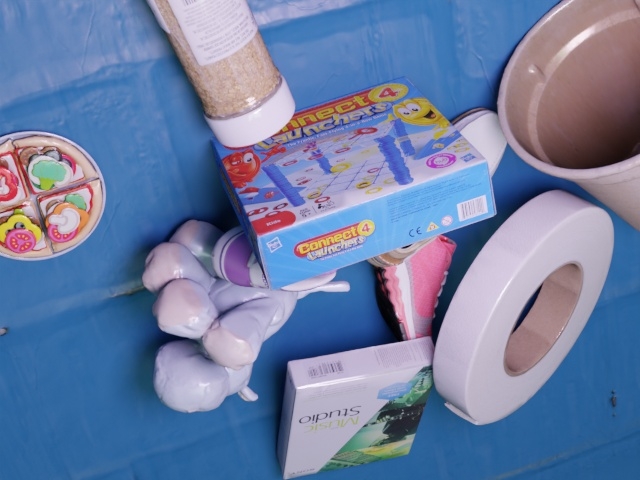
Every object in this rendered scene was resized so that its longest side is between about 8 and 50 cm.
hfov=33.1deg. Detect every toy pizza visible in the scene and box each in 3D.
[{"bbox_3d":[-0.398,-0.055,1.489,0.201,0.032,0.201,-8,121,-14],"label":"toy pizza"}]

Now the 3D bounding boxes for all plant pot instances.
[{"bbox_3d":[0.479,-0.165,1.570,0.334,0.334,0.305,-44,133,9],"label":"plant pot"}]

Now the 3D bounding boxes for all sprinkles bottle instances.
[{"bbox_3d":[-0.150,-0.293,1.380,0.121,0.121,0.355,-27,123,-2],"label":"sprinkles bottle"}]

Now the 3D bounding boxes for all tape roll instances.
[{"bbox_3d":[0.323,0.108,1.690,0.392,0.072,0.392,-34,141,-33],"label":"tape roll"}]

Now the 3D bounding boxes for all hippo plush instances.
[{"bbox_3d":[-0.163,0.120,1.602,0.294,0.234,0.236,-32,160,-50],"label":"hippo plush"}]

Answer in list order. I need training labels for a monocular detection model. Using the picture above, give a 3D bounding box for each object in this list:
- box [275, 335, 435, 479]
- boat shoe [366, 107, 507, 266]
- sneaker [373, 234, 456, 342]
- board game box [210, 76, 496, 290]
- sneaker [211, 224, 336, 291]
[{"bbox_3d":[0.053,0.278,1.746,0.232,0.058,0.322,-9,146,-12],"label":"box"},{"bbox_3d":[0.185,-0.077,1.568,0.113,0.103,0.302,44,74,-14],"label":"boat shoe"},{"bbox_3d":[0.158,0.057,1.689,0.136,0.116,0.314,-20,123,-8],"label":"sneaker"},{"bbox_3d":[0.033,-0.088,1.451,0.308,0.302,0.086,-19,123,-8],"label":"board game box"},{"bbox_3d":[0.000,0.001,1.518,0.282,0.161,0.102,-35,124,-41],"label":"sneaker"}]
